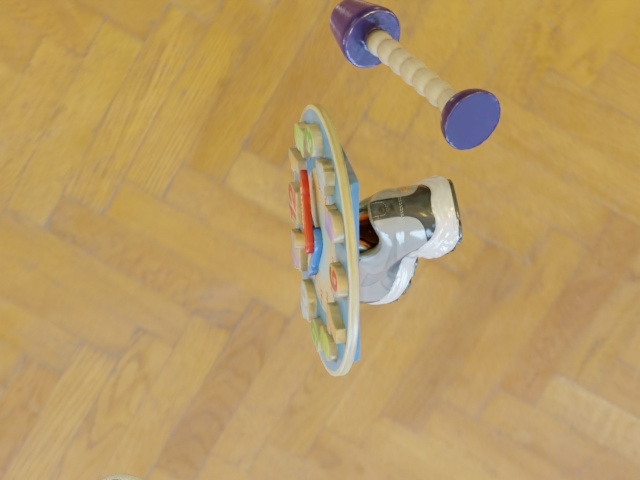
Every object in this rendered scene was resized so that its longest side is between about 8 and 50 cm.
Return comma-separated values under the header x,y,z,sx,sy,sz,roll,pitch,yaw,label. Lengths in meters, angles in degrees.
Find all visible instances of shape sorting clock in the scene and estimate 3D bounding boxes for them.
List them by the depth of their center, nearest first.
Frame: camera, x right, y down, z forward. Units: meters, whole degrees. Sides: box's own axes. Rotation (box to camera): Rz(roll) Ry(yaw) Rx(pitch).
x,y,z,sx,sy,sz,roll,pitch,yaw,label
0.000,0.000,1.054,0.040,0.206,0.206,-4,106,-7,shape sorting clock

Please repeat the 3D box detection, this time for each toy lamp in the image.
x,y,z,sx,sy,sz,roll,pitch,yaw,label
0.094,-0.194,1.552,0.080,0.275,0.080,-17,130,-21,toy lamp

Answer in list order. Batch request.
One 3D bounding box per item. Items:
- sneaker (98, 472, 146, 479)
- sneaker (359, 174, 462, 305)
x,y,z,sx,sy,sz,roll,pitch,yaw,label
-0.207,0.404,1.813,0.130,0.236,0.323,-41,108,-6,sneaker
0.060,0.000,1.530,0.108,0.271,0.100,-2,70,-18,sneaker
